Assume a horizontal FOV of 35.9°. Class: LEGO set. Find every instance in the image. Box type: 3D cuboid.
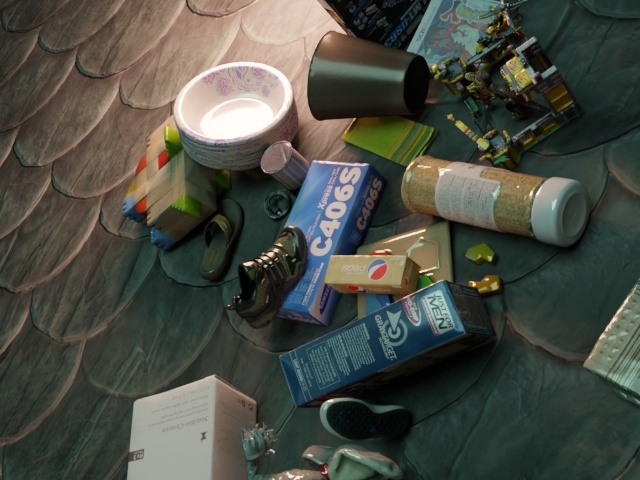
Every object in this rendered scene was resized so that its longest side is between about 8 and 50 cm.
[{"bbox_3d":[0.343,-0.319,1.914,0.255,0.192,0.331,-27,55,20],"label":"LEGO set"}]

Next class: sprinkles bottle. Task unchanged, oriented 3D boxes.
[{"bbox_3d":[0.319,-0.078,1.846,0.355,0.121,0.121,15,73,43],"label":"sprinkles bottle"}]

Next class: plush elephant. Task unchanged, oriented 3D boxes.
[{"bbox_3d":[0.013,0.451,1.678,0.256,0.272,0.329,-9,88,-8],"label":"plush elephant"}]

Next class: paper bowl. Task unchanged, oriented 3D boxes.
[{"bbox_3d":[-0.193,-0.276,2.322,0.284,0.148,0.284,-5,48,5],"label":"paper bowl"}]

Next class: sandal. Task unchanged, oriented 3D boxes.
[{"bbox_3d":[-0.240,-0.012,2.285,0.090,0.060,0.219,-6,53,35],"label":"sandal"}]

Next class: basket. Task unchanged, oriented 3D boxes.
[{"bbox_3d":[0.109,-0.350,2.149,0.227,0.154,0.204,10,87,30],"label":"basket"}]

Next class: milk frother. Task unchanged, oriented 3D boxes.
[{"bbox_3d":[-0.088,-0.130,2.193,0.129,0.135,0.143,17,74,44],"label":"milk frother"}]

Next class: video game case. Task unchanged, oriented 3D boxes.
[{"bbox_3d":[0.301,-0.444,2.131,0.201,0.023,0.183,22,83,31],"label":"video game case"}]

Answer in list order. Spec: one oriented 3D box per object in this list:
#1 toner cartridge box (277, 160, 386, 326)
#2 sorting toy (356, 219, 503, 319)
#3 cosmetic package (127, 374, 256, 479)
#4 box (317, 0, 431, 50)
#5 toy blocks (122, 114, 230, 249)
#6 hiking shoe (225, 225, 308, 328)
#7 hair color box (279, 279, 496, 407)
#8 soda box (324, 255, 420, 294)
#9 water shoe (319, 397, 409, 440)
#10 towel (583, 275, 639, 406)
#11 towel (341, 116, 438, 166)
[{"bbox_3d":[0.000,0.000,2.080,0.165,0.075,0.347,6,67,42],"label":"toner cartridge box"},{"bbox_3d":[0.199,0.063,1.905,0.307,0.041,0.229,-18,53,29],"label":"sorting toy"},{"bbox_3d":[-0.249,0.483,1.902,0.217,0.156,0.384,-21,50,24],"label":"cosmetic package"},{"bbox_3d":[0.147,-0.585,2.194,0.295,0.293,0.073,-50,44,1],"label":"box"},{"bbox_3d":[-0.378,-0.134,2.421,0.261,0.191,0.381,-36,44,31],"label":"toy blocks"},{"bbox_3d":[-0.105,0.060,1.988,0.086,0.114,0.226,10,70,42],"label":"hiking shoe"},{"bbox_3d":[0.120,0.191,1.773,0.347,0.174,0.105,-28,71,23],"label":"hair color box"},{"bbox_3d":[0.099,0.067,1.917,0.181,0.058,0.061,0,67,37],"label":"soda box"},{"bbox_3d":[0.065,0.313,1.742,0.080,0.203,0.072,8,84,51],"label":"water shoe"},{"bbox_3d":[0.612,0.140,1.532,0.312,0.056,0.324,28,80,42],"label":"towel"},{"bbox_3d":[0.146,-0.232,2.156,0.237,0.021,0.102,28,81,46],"label":"towel"}]
